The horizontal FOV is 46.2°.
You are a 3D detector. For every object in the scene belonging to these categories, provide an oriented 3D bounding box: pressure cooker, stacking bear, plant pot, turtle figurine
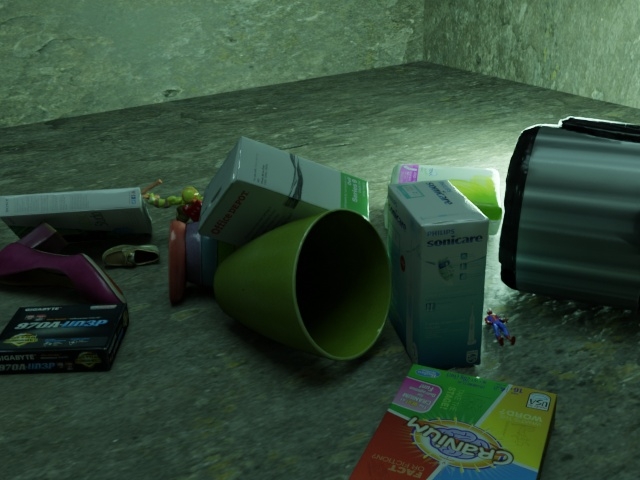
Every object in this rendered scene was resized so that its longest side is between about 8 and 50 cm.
[{"bbox_3d":[0.601,-0.044,1.538,0.421,0.375,0.369,9,51,22],"label":"pressure cooker"},{"bbox_3d":[-0.185,0.034,1.663,0.289,0.164,0.175,0,24,-7],"label":"stacking bear"},{"bbox_3d":[-0.061,0.087,1.446,0.294,0.274,0.275,-4,17,42],"label":"plant pot"},{"bbox_3d":[-0.310,-0.090,1.903,0.270,0.087,0.217,-8,-14,-5],"label":"turtle figurine"}]

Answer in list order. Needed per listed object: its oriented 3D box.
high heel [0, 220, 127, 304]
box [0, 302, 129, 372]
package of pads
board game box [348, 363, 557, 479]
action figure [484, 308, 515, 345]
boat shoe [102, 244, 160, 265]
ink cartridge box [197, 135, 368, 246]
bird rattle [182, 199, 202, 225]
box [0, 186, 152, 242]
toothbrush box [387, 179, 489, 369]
[{"bbox_3d":[-0.575,0.101,1.639,0.377,0.127,0.181,29,69,40],"label":"high heel"},{"bbox_3d":[-0.498,0.186,1.452,0.220,0.051,0.175,-2,24,0],"label":"box"},{"bbox_3d":[0.326,-0.111,1.989,0.297,0.101,0.229,4,32,9],"label":"package of pads"},{"bbox_3d":[0.205,0.313,1.111,0.242,0.064,0.316,8,26,21],"label":"board game box"},{"bbox_3d":[0.350,0.167,1.480,0.038,0.030,0.115,-9,23,-4],"label":"action figure"},{"bbox_3d":[-0.448,0.037,1.786,0.135,0.050,0.045,-10,20,-18],"label":"boat shoe"},{"bbox_3d":[-0.077,-0.068,1.529,0.289,0.211,0.121,18,52,-22],"label":"ink cartridge box"},{"bbox_3d":[-0.233,-0.027,1.836,0.254,0.143,0.207,-9,-4,-18],"label":"bird rattle"},{"bbox_3d":[-0.587,-0.055,1.833,0.322,0.058,0.232,-3,-17,-6],"label":"box"},{"bbox_3d":[0.210,0.060,1.398,0.126,0.295,0.216,-5,25,-9],"label":"toothbrush box"}]
